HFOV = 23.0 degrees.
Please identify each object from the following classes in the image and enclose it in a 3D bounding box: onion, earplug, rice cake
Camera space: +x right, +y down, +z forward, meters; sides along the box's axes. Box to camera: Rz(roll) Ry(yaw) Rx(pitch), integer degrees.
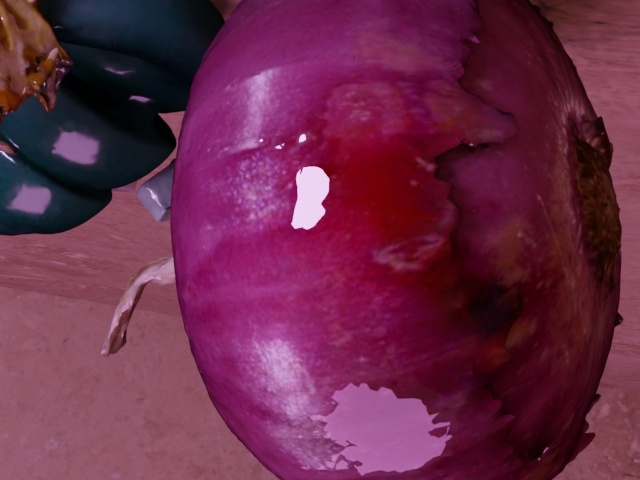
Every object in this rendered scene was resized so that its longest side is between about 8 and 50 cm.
[{"bbox_3d":[0.030,-0.012,0.958,0.345,0.358,0.358,6,170,1],"label":"onion"},{"bbox_3d":[-0.179,-0.100,1.183,0.164,0.280,0.257,34,-160,-15],"label":"earplug"},{"bbox_3d":[-0.074,-0.080,1.274,0.042,0.180,0.030,48,156,8],"label":"rice cake"}]

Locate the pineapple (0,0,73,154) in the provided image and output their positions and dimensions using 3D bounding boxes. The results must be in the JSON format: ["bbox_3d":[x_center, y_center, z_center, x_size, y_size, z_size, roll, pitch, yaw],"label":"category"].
[{"bbox_3d":[-0.256,-0.139,0.951,0.114,0.186,0.236,-2,-178,33],"label":"pineapple"}]

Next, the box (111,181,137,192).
[{"bbox_3d":[-0.317,-0.099,1.557,0.243,0.067,0.155,3,171,24],"label":"box"}]
